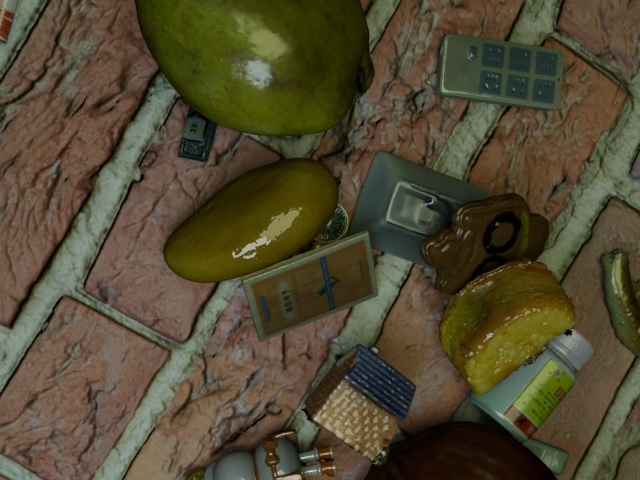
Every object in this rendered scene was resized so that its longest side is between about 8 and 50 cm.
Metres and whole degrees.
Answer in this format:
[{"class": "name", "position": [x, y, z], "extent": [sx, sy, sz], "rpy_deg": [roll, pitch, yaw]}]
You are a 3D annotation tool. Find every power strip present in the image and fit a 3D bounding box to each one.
[{"class": "power strip", "position": [0.338, -0.318, 1.735], "extent": [0.270, 0.046, 0.118], "rpy_deg": [6, 92, -11]}]

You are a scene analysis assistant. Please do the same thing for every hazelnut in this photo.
[{"class": "hazelnut", "position": [0.246, 0.529, 1.614], "extent": [0.421, 0.353, 0.421], "rpy_deg": [-6, 67, 14]}]

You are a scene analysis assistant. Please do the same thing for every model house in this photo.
[{"class": "model house", "position": [0.075, 0.276, 1.641], "extent": [0.166, 0.183, 0.172], "rpy_deg": [34, 87, -12]}]

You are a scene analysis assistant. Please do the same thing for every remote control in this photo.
[{"class": "remote control", "position": [0.431, 0.422, 1.803], "extent": [0.124, 0.018, 0.053], "rpy_deg": [22, 87, -12]}]

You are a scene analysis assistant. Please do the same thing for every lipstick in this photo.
[{"class": "lipstick", "position": [-0.537, -0.404, 1.558], "extent": [0.038, 0.038, 0.130], "rpy_deg": [16, 89, -12]}]

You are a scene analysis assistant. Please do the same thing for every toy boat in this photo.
[{"class": "toy boat", "position": [-0.212, -0.211, 1.625], "extent": [0.055, 0.060, 0.141], "rpy_deg": [12, 85, 12]}]

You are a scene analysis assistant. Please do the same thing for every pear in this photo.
[{"class": "pear", "position": [-0.108, -0.344, 1.503], "extent": [0.413, 0.352, 0.352], "rpy_deg": [38, 85, -7]}]

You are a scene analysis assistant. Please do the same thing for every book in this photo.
[{"class": "book", "position": [-0.014, 0.084, 1.649], "extent": [0.242, 0.018, 0.170], "rpy_deg": [-21, 134, -10]}]

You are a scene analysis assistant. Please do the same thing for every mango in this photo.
[{"class": "mango", "position": [-0.114, -0.028, 1.585], "extent": [0.332, 0.195, 0.142], "rpy_deg": [-35, 125, -5]}]

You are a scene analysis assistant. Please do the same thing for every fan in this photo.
[{"class": "fan", "position": [0.000, 0.000, 1.685], "extent": [0.082, 0.039, 0.155], "rpy_deg": [14, 91, -12]}]

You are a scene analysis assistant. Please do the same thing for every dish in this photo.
[{"class": "dish", "position": [0.193, -0.047, 1.703], "extent": [0.243, 0.080, 0.182], "rpy_deg": [19, 89, -12]}]

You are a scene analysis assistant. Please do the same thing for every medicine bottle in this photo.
[{"class": "medicine bottle", "position": [0.399, 0.258, 1.727], "extent": [0.139, 0.139, 0.225], "rpy_deg": [42, 84, -10]}]

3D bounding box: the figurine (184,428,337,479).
[{"class": "figurine", "position": [-0.107, 0.415, 1.636], "extent": [0.271, 0.143, 0.143], "rpy_deg": [1, 92, -13]}]

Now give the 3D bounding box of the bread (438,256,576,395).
[{"class": "bread", "position": [0.321, 0.144, 1.666], "extent": [0.260, 0.160, 0.147], "rpy_deg": [-38, 132, 15]}]

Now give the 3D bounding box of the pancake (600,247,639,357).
[{"class": "pancake", "position": [0.698, 0.155, 1.827], "extent": [0.376, 0.054, 0.197], "rpy_deg": [38, 85, -12]}]

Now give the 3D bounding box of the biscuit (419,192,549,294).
[{"class": "biscuit", "position": [0.308, 0.010, 1.685], "extent": [0.290, 0.041, 0.208], "rpy_deg": [-6, 124, -30]}]
